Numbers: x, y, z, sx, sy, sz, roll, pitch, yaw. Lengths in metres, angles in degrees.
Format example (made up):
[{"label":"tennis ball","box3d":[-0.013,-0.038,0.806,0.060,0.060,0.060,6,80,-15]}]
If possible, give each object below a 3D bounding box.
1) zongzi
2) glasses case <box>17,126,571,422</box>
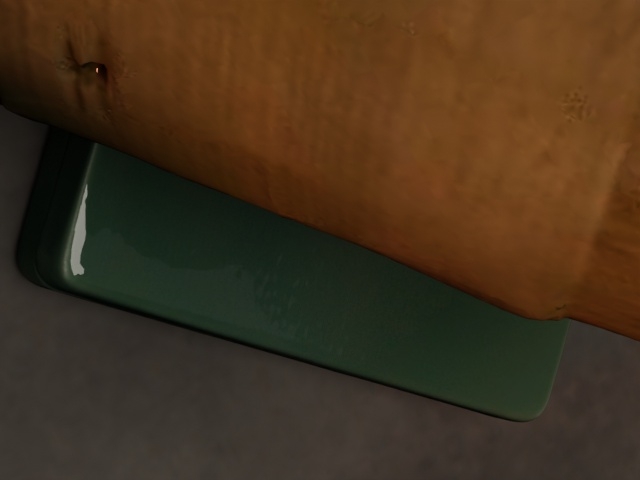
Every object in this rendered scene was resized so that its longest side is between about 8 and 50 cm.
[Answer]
[{"label":"zongzi","box3d":[0.101,-0.144,0.518,0.447,0.181,0.418,23,70,6]},{"label":"glasses case","box3d":[0.000,0.000,0.632,0.184,0.039,0.078,18,85,-30]}]
